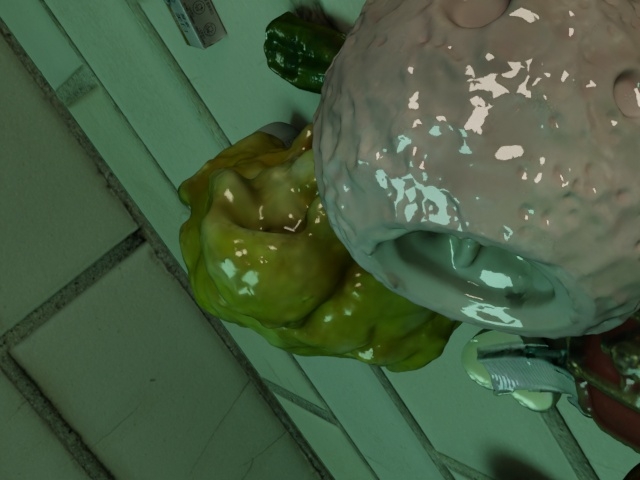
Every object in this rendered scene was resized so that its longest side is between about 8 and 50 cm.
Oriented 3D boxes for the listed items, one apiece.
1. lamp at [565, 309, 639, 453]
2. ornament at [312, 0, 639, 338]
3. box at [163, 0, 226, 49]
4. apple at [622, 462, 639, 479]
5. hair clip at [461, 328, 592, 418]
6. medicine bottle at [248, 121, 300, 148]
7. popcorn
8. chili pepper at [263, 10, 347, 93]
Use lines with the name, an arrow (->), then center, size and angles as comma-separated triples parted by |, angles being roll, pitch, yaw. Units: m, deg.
lamp -> 0.298, 0.099, 0.589 | 0.274, 0.177, 0.177 | 32, 154, 49
ornament -> 0.127, -0.068, 0.555 | 0.259, 0.225, 0.259 | 18, 160, 7
box -> -0.189, -0.342, 1.072 | 0.055, 0.039, 0.218 | 30, 153, 50
apple -> 0.366, 0.302, 0.826 | 0.207, 0.174, 0.188 | 65, 161, 9
hair clip -> 0.230, 0.130, 0.953 | 0.159, 0.071, 0.218 | 60, 154, -10
medicine bottle -> -0.021, -0.037, 1.112 | 0.215, 0.135, 0.135 | 47, 161, 10
popcorn -> 0.007, 0.011, 0.869 | 0.293, 0.292, 0.334 | 59, 158, 0
chili pepper -> 0.010, -0.181, 0.879 | 0.204, 0.073, 0.072 | 33, 141, 39
